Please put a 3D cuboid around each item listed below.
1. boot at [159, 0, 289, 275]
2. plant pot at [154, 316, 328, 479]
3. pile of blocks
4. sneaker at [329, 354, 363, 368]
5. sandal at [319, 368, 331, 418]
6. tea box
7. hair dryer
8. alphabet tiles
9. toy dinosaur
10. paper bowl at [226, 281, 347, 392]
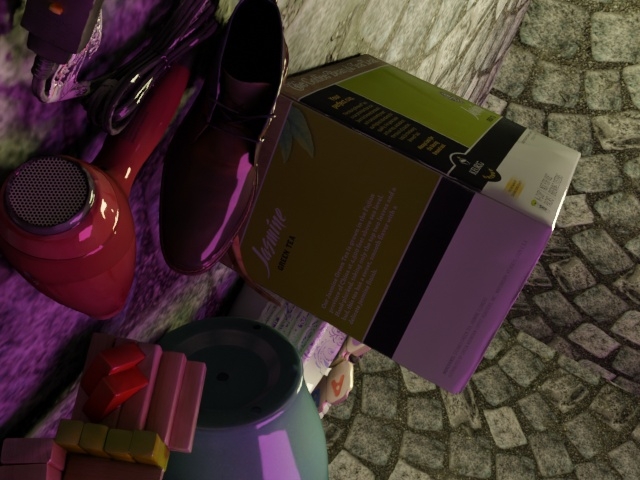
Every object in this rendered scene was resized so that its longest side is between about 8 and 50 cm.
[{"bbox_3d":[-0.078,-0.085,0.582,0.106,0.082,0.219,116,-10,-77],"label":"boot"},{"bbox_3d":[-0.112,0.243,0.909,0.272,0.271,0.255,-48,149,-49],"label":"plant pot"},{"bbox_3d":[-0.221,0.228,0.622,0.362,0.149,0.113,-55,168,-22],"label":"pile of blocks"},{"bbox_3d":[0.074,0.078,1.731,0.410,0.158,0.182,-63,-160,4],"label":"sneaker"},{"bbox_3d":[-0.110,0.403,1.729,0.416,0.102,0.169,-36,141,-36],"label":"sandal"},{"bbox_3d":[0.102,-0.048,0.908,0.329,0.323,0.220,-39,155,-60],"label":"tea box"},{"bbox_3d":[-0.126,-0.054,0.516,0.294,0.080,0.223,-65,169,27],"label":"hair dryer"},{"bbox_3d":[-0.008,0.182,1.348,0.284,0.021,0.278,-35,-144,34],"label":"alphabet tiles"},{"bbox_3d":[-0.086,-0.040,0.667,0.112,0.064,0.212,153,-68,-70],"label":"toy dinosaur"},{"bbox_3d":[-0.042,0.116,1.144,0.284,0.148,0.284,-57,169,-17],"label":"paper bowl"}]
